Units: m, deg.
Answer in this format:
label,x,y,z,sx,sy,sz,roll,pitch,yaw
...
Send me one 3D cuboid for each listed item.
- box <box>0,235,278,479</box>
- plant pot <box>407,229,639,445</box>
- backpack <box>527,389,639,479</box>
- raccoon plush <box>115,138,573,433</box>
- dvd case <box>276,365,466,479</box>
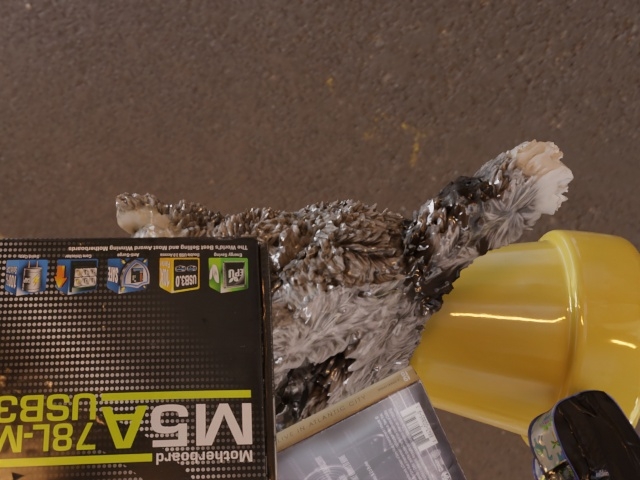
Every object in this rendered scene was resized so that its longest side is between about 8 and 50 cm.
label,x,y,z,sx,sy,sz,roll,pitch,yaw
box,-0.116,0.090,0.441,0.190,0.184,0.045,0,155,-7
plant pot,0.210,0.107,1.029,0.238,0.254,0.254,6,132,-3
backpack,0.253,0.209,0.874,0.084,0.105,0.114,-54,52,49
raccoon plush,0.000,0.000,0.962,0.299,0.446,0.216,50,162,41
dvd case,-0.018,0.178,0.557,0.165,0.221,0.018,63,179,-40
